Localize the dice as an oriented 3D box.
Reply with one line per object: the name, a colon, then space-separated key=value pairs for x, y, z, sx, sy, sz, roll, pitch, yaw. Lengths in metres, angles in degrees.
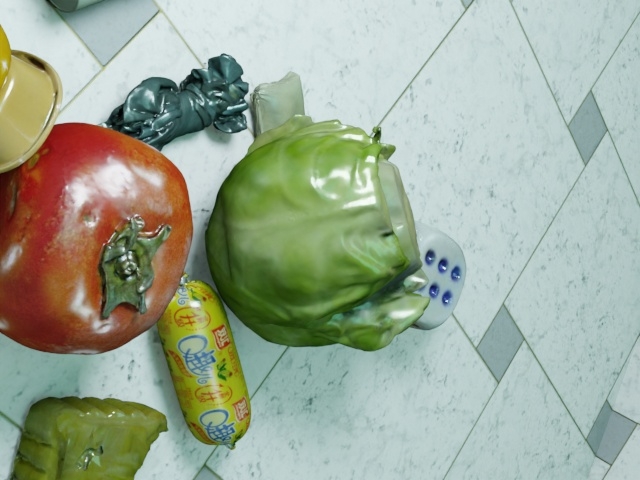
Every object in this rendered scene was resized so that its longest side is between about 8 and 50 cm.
dice: x=0.172 y=0.067 z=1.775 sx=0.193 sy=0.192 sz=0.194 roll=33 pitch=75 yaw=-39

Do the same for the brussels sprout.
brussels sprout: x=-0.017 y=-0.001 z=1.492 sx=0.342 sy=0.361 sz=0.425 roll=-91 pitch=162 yaw=-50

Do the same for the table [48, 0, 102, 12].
table: x=-0.312 y=-0.439 z=1.298 sx=0.220 sy=0.126 sz=0.126 roll=-33 pitch=117 yaw=-35

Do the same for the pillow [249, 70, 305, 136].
pillow: x=-0.070 y=-0.204 z=1.606 sx=0.119 sy=0.053 sz=0.208 roll=-23 pitch=114 yaw=-36

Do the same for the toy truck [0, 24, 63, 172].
toy truck: x=-0.497 y=-0.214 z=1.078 sx=0.211 sy=0.288 sz=0.204 roll=56 pitch=51 yaw=-61

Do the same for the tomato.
tomato: x=-0.335 y=-0.002 z=1.223 sx=0.293 sy=0.290 sz=0.325 roll=8 pitch=98 yaw=-44

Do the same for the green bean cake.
green bean cake: x=-0.362 y=0.375 z=1.370 sx=0.233 sy=0.124 sz=0.236 roll=15 pitch=85 yaw=-43

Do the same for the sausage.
sausage: x=-0.202 y=0.220 z=1.497 sx=0.123 sy=0.123 sz=0.346 roll=-28 pitch=113 yaw=-37

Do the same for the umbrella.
umbrella: x=-0.259 y=-0.199 z=1.406 sx=0.349 sy=0.094 sz=0.143 roll=-27 pitch=109 yaw=-35
